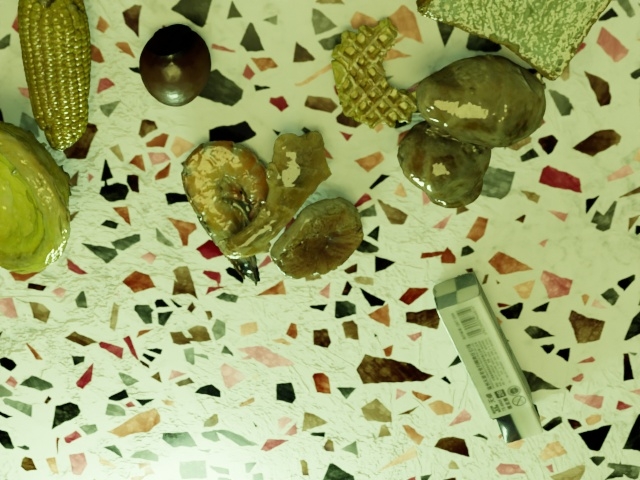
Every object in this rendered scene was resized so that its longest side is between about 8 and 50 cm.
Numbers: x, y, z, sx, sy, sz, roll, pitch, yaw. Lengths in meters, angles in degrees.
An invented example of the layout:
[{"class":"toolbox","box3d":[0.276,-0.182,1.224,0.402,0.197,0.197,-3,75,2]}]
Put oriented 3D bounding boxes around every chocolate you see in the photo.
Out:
[{"class":"chocolate","box3d":[-0.249,-0.292,1.649,0.124,0.127,0.133,15,143,29]}]

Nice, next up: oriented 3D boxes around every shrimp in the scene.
[{"class":"shrimp","box3d":[-0.151,-0.055,1.819,0.164,0.062,0.317,-17,120,8]}]

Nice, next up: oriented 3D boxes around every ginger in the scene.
[{"class":"ginger","box3d":[0.244,-0.179,1.662,0.244,0.155,0.304,1,136,-36]},{"class":"ginger","box3d":[-0.086,-0.077,1.756,0.131,0.086,0.294,23,112,-43]}]

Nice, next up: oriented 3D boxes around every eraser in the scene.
[{"class":"eraser","box3d":[0.353,0.248,1.982,0.098,0.096,0.404,-21,121,14]}]

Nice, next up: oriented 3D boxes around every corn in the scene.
[{"class":"corn","box3d":[-0.449,-0.303,1.632,0.119,0.119,0.322,3,128,0]}]

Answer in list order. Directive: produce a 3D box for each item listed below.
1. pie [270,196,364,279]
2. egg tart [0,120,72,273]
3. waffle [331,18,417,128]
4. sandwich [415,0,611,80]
[{"class":"pie","box3d":[0.000,0.000,1.818,0.195,0.046,0.195,-20,141,-16]},{"class":"egg tart","box3d":[-0.577,-0.100,1.730,0.345,0.132,0.345,16,131,19]},{"class":"waffle","box3d":[0.098,-0.285,1.662,0.149,0.051,0.194,-12,117,0]},{"class":"sandwich","box3d":[0.330,-0.422,1.537,0.273,0.095,0.249,24,118,-12]}]
